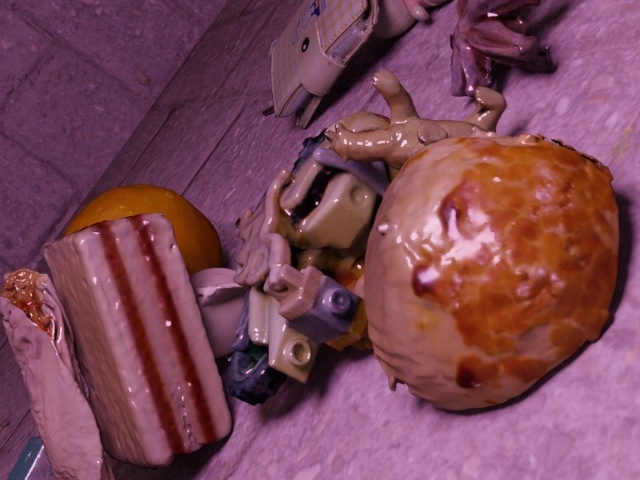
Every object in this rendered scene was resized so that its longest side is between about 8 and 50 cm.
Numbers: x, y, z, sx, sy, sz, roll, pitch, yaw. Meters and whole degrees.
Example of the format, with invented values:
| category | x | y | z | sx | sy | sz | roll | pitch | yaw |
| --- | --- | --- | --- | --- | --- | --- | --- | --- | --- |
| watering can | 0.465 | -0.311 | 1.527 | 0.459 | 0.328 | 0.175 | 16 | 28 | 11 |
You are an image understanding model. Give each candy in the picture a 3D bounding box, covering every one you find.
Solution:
| category | x | y | z | sx | sy | sz | roll | pitch | yaw |
| --- | --- | --- | --- | --- | --- | --- | --- | --- | --- |
| candy | -0.241 | 0.126 | 1.215 | 0.135 | 0.321 | 0.179 | -18 | -1 | -32 |

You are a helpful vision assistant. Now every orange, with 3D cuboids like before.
| category | x | y | z | sx | sy | sz | roll | pitch | yaw |
| --- | --- | --- | --- | --- | --- | --- | --- | --- | --- |
| orange | -0.283 | 0.049 | 1.468 | 0.235 | 0.279 | 0.279 | 22 | 73 | 33 |

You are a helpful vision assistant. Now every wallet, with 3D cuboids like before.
| category | x | y | z | sx | sy | sz | roll | pitch | yaw |
| --- | --- | --- | --- | --- | --- | --- | --- | --- | --- |
| wallet | 0.005 | -0.362 | 1.595 | 0.309 | 0.077 | 0.223 | -46 | 36 | 50 |

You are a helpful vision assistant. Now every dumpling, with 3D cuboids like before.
| category | x | y | z | sx | sy | sz | roll | pitch | yaw |
| --- | --- | --- | --- | --- | --- | --- | --- | --- | --- |
| dumpling | -0.142 | 0.099 | 1.317 | 0.151 | 0.124 | 0.229 | -21 | -10 | -39 |

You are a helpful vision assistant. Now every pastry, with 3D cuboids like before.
| category | x | y | z | sx | sy | sz | roll | pitch | yaw |
| --- | --- | --- | --- | --- | --- | --- | --- | --- | --- |
| pastry | 0.132 | 0.011 | 0.841 | 0.236 | 0.170 | 0.256 | -21 | 43 | 56 |

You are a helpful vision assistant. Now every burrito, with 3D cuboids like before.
| category | x | y | z | sx | sy | sz | roll | pitch | yaw |
| --- | --- | --- | --- | --- | --- | --- | --- | --- | --- |
| burrito | -0.328 | 0.223 | 1.202 | 0.076 | 0.392 | 0.117 | -20 | 5 | -37 |

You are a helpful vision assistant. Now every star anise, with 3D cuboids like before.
| category | x | y | z | sx | sy | sz | roll | pitch | yaw |
| --- | --- | --- | --- | --- | --- | --- | --- | --- | --- |
| star anise | 0.224 | -0.269 | 1.153 | 0.257 | 0.110 | 0.198 | -152 | 74 | -83 |

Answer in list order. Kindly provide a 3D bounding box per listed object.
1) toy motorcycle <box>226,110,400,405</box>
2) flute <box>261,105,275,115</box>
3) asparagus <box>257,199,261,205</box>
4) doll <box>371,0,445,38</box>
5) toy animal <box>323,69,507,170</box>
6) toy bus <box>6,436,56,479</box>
| category | x | y | z | sx | sy | sz | roll | pitch | yaw |
| --- | --- | --- | --- | --- | --- | --- | --- | --- | --- |
| toy motorcycle | 0.000 | 0.000 | 1.124 | 0.237 | 0.168 | 0.410 | -32 | 35 | 53 |
| flute | -0.042 | -0.287 | 1.813 | 0.269 | 0.014 | 0.014 | -17 | 41 | 54 |
| asparagus | -0.045 | -0.077 | 1.501 | 0.022 | 0.023 | 0.233 | -13 | -3 | -36 |
| doll | 0.142 | -0.411 | 1.534 | 0.275 | 0.113 | 0.155 | -29 | 42 | 57 |
| toy animal | 0.120 | -0.110 | 1.023 | 0.101 | 0.218 | 0.103 | 116 | 156 | -53 |
| toy bus | -0.462 | 0.437 | 1.433 | 0.091 | 0.109 | 0.262 | -15 | 43 | 47 |
